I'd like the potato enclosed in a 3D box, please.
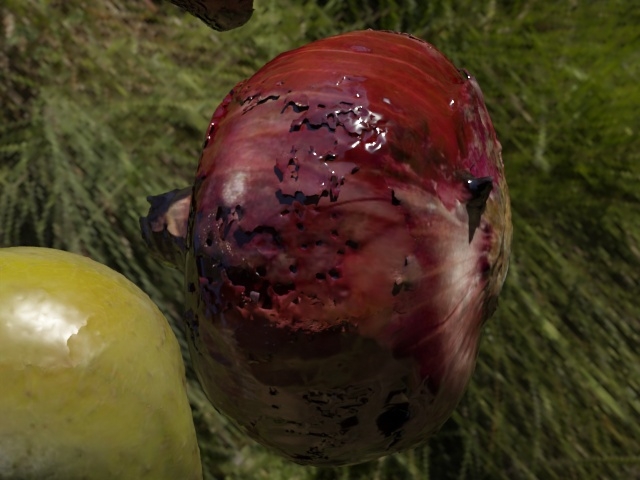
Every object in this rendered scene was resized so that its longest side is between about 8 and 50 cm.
[{"bbox_3d":[-0.149,0.075,0.477,0.194,0.157,0.157,-3,-2,-19],"label":"potato"}]

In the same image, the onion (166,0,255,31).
[{"bbox_3d":[-0.093,-0.256,1.007,0.184,0.147,0.184,-17,0,0],"label":"onion"}]

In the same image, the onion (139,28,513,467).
[{"bbox_3d":[0.000,0.000,0.669,0.219,0.252,0.252,9,40,24],"label":"onion"}]
